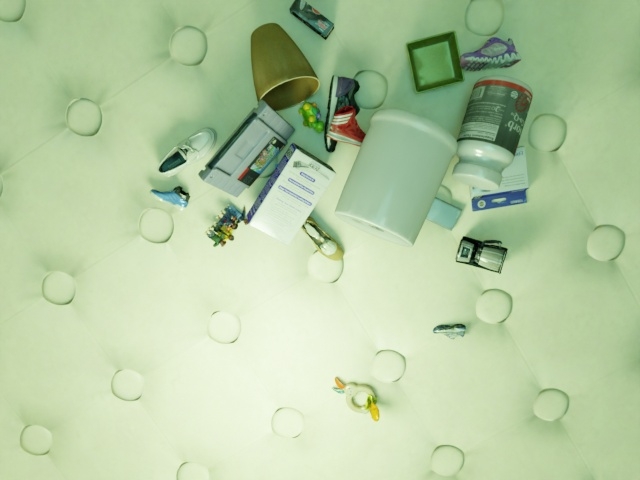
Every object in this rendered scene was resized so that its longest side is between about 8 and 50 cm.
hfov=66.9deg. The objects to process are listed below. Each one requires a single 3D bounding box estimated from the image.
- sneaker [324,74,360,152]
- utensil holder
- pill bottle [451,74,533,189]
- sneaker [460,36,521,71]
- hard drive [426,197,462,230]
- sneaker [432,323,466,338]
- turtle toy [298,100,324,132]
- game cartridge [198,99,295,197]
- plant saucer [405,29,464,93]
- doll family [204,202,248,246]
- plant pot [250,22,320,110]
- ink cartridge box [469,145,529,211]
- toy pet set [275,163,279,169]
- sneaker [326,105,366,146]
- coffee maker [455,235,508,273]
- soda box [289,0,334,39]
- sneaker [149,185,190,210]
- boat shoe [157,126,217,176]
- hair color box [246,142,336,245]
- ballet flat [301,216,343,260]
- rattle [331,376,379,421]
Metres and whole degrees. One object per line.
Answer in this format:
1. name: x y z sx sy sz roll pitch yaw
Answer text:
1. sneaker: 0.086 -0.469 1.823 0.124 0.107 0.284 7 99 -6
2. utensil holder: 0.261 -0.209 1.705 0.327 0.327 0.386 23 86 -2
3. pill bottle: 0.606 -0.379 1.737 0.210 0.210 0.363 18 88 -1
4. sneaker: 0.614 -0.686 1.771 0.236 0.095 0.105 -10 91 -13
5. hard drive: 0.476 -0.108 1.909 0.135 0.022 0.094 25 99 -3
6. sneaker: 0.525 0.377 1.973 0.135 0.052 0.058 -2 103 2
7. turtle toy: -0.030 -0.468 1.837 0.066 0.095 0.130 -25 99 -16
8. game cartridge: -0.263 -0.327 1.796 0.355 0.230 0.068 -48 61 8
9. plant saucer: 0.424 -0.661 1.808 0.188 0.045 0.189 -13 99 4
10. doll family: -0.363 -0.056 1.916 0.111 0.076 0.193 37 95 0
11. plant pot: -0.157 -0.639 1.753 0.237 0.237 0.255 -22 85 5
12. ink cartridge box: 0.685 -0.235 1.870 0.223 0.045 0.224 -10 99 3
13. toy pet set: -0.116 -0.284 1.874 0.114 0.065 0.122 -11 98 3
14. sneaker: 0.133 -0.419 1.783 0.221 0.087 0.128 -1 117 -43
15. coffee maker: 0.621 0.061 1.880 0.178 0.171 0.120 17 77 19
16. soda box: -0.031 -0.821 1.790 0.168 0.053 0.060 36 99 -5
17. sneaker: -0.587 -0.186 1.905 0.152 0.058 0.085 27 105 -7
18. boat shoe: -0.517 -0.341 1.864 0.267 0.088 0.096 -32 97 6
19. hair color box: -0.114 -0.173 1.834 0.185 0.110 0.339 29 107 -24
20. ballet flat: 0.000 0.000 1.914 0.232 0.073 0.080 44 98 -6
21. rattle: 0.138 0.657 1.989 0.199 0.143 0.130 37 117 -10
